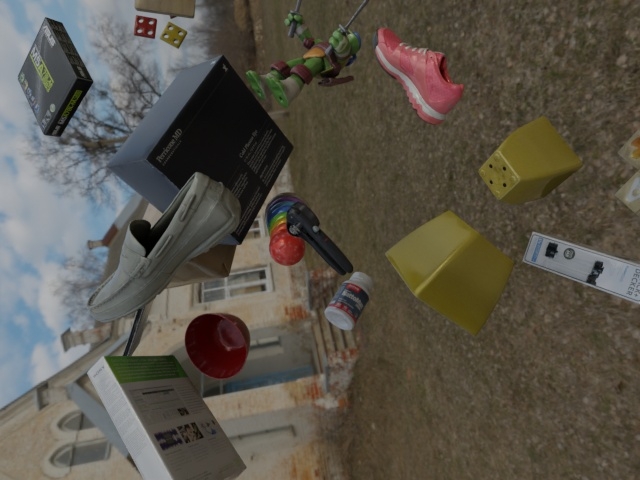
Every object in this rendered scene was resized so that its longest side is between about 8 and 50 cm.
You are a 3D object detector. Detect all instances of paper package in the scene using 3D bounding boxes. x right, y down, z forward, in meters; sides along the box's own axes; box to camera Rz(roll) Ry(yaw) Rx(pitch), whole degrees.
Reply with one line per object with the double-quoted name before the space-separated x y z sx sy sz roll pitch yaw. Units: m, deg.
"paper package" -0.412 -0.029 1.343 0.168 0.325 0.309 34 -125 -42

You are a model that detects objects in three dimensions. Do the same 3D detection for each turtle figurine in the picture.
"turtle figurine" -0.031 -0.424 0.915 0.198 0.266 0.274 44 165 12

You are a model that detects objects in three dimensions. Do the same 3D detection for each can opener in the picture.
"can opener" 0.000 0.000 0.889 0.186 0.073 0.059 47 157 -4

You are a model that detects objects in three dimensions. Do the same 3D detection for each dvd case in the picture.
"dvd case" -0.433 0.173 1.064 0.164 0.018 0.221 -157 86 -78

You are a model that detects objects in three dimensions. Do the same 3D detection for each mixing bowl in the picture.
"mixing bowl" -0.256 0.262 1.158 0.098 0.182 0.181 -34 -62 -69

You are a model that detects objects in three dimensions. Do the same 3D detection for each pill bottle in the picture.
"pill bottle" 0.101 0.195 1.438 0.180 0.108 0.108 -55 -23 -32

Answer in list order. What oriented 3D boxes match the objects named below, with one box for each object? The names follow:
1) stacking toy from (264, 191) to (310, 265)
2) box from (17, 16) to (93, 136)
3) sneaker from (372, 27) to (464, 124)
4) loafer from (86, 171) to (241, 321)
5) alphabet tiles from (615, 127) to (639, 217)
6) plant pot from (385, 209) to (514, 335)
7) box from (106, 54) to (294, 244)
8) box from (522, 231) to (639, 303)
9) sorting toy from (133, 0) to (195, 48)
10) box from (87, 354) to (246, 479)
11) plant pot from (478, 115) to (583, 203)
"stacking toy" -0.086 -0.029 1.171 0.330 0.141 0.141 -103 5 -70
"box" -0.612 -0.369 0.997 0.045 0.184 0.190 -10 -115 -56
"sneaker" 0.267 -0.466 1.158 0.313 0.116 0.136 56 133 9
"loafer" -0.275 0.012 0.715 0.111 0.319 0.112 45 -171 -35
"alphabet tiles" 0.639 -0.148 0.664 0.285 0.011 0.342 -108 35 -44
"plant pot" 0.316 0.057 1.028 0.187 0.212 0.212 -51 23 14
"box" -0.277 -0.214 1.094 0.312 0.179 0.343 50 -126 -41
"box" 0.699 0.065 1.108 0.290 0.169 0.087 26 107 48
"sorting toy" -0.361 -0.580 1.026 0.046 0.132 0.274 156 116 -79
"box" -0.311 0.377 0.902 0.322 0.058 0.232 48 -176 23
"plant pot" 0.254 -0.093 0.553 0.081 0.083 0.081 61 158 18
